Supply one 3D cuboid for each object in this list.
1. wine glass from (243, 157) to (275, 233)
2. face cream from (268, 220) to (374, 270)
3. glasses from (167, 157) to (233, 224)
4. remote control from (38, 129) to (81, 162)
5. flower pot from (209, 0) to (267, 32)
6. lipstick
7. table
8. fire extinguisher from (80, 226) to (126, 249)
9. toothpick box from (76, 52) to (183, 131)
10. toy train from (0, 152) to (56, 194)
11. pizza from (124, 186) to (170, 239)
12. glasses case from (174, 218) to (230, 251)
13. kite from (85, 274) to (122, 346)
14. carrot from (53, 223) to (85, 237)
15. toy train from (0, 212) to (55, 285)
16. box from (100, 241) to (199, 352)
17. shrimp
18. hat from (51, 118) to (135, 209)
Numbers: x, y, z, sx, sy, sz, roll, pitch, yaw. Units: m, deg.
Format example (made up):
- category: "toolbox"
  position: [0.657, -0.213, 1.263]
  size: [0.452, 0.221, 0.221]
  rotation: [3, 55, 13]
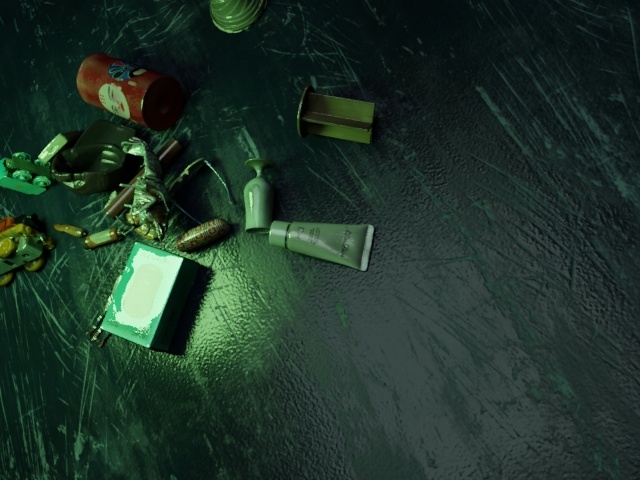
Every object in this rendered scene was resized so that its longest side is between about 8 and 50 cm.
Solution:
- category: "wine glass"
  position: [-0.195, -0.140, 1.729]
  size: [0.103, 0.103, 0.231]
  rotation: [-6, 77, 17]
- category: "face cream"
  position: [0.000, 0.000, 1.643]
  size: [0.314, 0.089, 0.143]
  rotation: [9, 78, 9]
- category: "glasses"
  position: [-0.408, -0.162, 1.812]
  size: [0.189, 0.088, 0.220]
  rotation: [-45, 67, 1]
- category: "remote control"
  position: [-0.953, -0.352, 1.978]
  size: [0.123, 0.285, 0.038]
  rotation: [-44, 110, 3]
- category: "flower pot"
  position: [-0.324, -0.898, 1.965]
  size: [0.235, 0.140, 0.236]
  rotation: [-4, 76, 16]
- category: "lipstick"
  position: [-0.619, -0.220, 1.895]
  size: [0.057, 0.057, 0.357]
  rotation: [39, 83, 24]
- category: "table"
  position: [0.059, -0.387, 1.696]
  size: [0.226, 0.167, 0.167]
  rotation: [13, 79, 12]
- category: "fire extinguisher"
  position: [-0.761, -0.010, 1.907]
  size: [0.177, 0.050, 0.062]
  rotation: [-16, 45, 14]
- category: "toothpick box"
  position: [-0.689, -0.541, 1.951]
  size: [0.333, 0.204, 0.204]
  rotation: [23, 83, 23]
- category: "toy train"
  position: [-1.108, -0.249, 2.017]
  size: [0.154, 0.197, 0.108]
  rotation: [-22, 68, 25]
- category: "pizza"
  position: [-0.589, -0.110, 1.878]
  size: [0.185, 0.052, 0.195]
  rotation: [36, 90, 21]
- category: "glasses case"
  position: [-0.391, -0.013, 1.771]
  size: [0.194, 0.073, 0.049]
  rotation: [-25, 63, 11]
- category: "kite"
  position: [-0.703, 0.244, 1.835]
  size: [0.141, 0.015, 0.245]
  rotation: [36, 87, 21]
- category: "carrot"
  position: [-0.929, -0.041, 1.981]
  size: [0.164, 0.035, 0.036]
  rotation: [14, 80, 24]
- category: "toy train"
  position: [-1.174, 0.023, 1.981]
  size: [0.368, 0.163, 0.232]
  rotation: [-22, 61, 12]
- category: "box"
  position: [-0.550, 0.181, 1.744]
  size: [0.205, 0.118, 0.312]
  rotation: [16, 81, 21]
- category: "shrimp"
  position: [-0.578, -0.163, 1.772]
  size: [0.165, 0.221, 0.411]
  rotation: [1, 63, -15]
- category: "hat"
  position: [-0.787, -0.263, 1.946]
  size: [0.237, 0.209, 0.336]
  rotation: [19, 54, 12]
